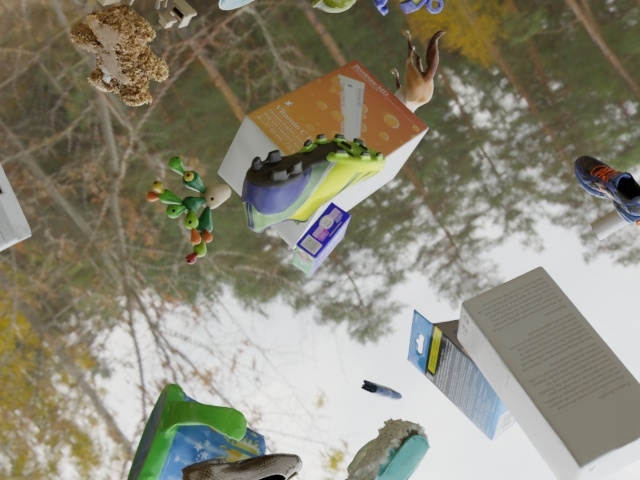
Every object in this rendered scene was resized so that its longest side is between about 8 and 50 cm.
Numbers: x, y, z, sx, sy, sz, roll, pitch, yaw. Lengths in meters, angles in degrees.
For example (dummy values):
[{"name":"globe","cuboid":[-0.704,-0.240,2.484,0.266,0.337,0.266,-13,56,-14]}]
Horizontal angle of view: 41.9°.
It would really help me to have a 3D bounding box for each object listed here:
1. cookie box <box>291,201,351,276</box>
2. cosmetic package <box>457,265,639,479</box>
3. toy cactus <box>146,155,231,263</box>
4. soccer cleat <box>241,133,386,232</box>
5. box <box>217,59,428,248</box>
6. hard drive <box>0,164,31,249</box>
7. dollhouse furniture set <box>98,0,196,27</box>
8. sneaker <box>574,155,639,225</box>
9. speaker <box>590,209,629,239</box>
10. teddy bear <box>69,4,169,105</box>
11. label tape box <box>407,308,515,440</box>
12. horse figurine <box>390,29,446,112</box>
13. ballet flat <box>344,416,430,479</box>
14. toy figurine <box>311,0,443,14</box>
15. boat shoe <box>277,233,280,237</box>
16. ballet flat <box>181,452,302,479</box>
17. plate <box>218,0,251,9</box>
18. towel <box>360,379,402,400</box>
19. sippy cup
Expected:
[{"name":"cookie box","cuboid":[0.000,0.000,1.302,0.092,0.040,0.107,-50,173,-17]},{"name":"cosmetic package","cuboid":[0.522,0.300,1.861,0.230,0.161,0.453,-23,-127,-13]},{"name":"toy cactus","cuboid":[-0.263,-0.074,1.760,0.112,0.219,0.180,-16,-171,39]},{"name":"soccer cleat","cuboid":[-0.010,-0.088,1.292,0.093,0.121,0.289,30,-146,33]},{"name":"box","cuboid":[0.010,-0.175,1.616,0.345,0.215,0.168,-37,167,-43]},{"name":"hard drive","cuboid":[-0.757,-0.063,1.729,0.353,0.233,0.047,-20,-174,37]},{"name":"dollhouse furniture set","cuboid":[-0.386,-0.559,1.894,0.101,0.161,0.182,-50,173,37]},{"name":"sneaker","cuboid":[0.668,-0.132,1.892,0.083,0.087,0.221,-36,-126,-13]},{"name":"speaker","cuboid":[0.805,-0.057,2.270,0.136,0.055,0.055,-32,-165,19]},{"name":"teddy bear","cuboid":[-0.489,-0.460,2.059,0.245,0.338,0.113,19,-120,17]},{"name":"label tape box","cuboid":[0.389,0.335,2.238,0.106,0.240,0.333,-28,-128,-25]},{"name":"horse figurine","cuboid":[0.182,-0.317,1.736,0.066,0.174,0.263,-1,151,-25]},{"name":"ballet flat","cuboid":[0.087,0.567,1.869,0.409,0.147,0.147,-48,-162,-12]},{"name":"toy figurine","cuboid":[0.183,-0.546,1.751,0.362,0.217,0.191,-48,-154,-9]},{"name":"boat shoe","cuboid":[-0.040,-0.051,2.329,0.065,0.075,0.206,-15,-179,-43]},{"name":"ballet flat","cuboid":[-0.108,0.351,1.229,0.084,0.058,0.250,-31,155,24]},{"name":"plate","cuboid":[-0.110,-0.481,1.510,0.188,0.024,0.188,-33,-178,2]},{"name":"towel","cuboid":[0.175,0.430,2.380,0.067,0.119,0.029,19,-95,49]},{"name":"sippy cup","cuboid":[-0.231,0.421,1.602,0.305,0.224,0.240,162,-52,-75]}]
